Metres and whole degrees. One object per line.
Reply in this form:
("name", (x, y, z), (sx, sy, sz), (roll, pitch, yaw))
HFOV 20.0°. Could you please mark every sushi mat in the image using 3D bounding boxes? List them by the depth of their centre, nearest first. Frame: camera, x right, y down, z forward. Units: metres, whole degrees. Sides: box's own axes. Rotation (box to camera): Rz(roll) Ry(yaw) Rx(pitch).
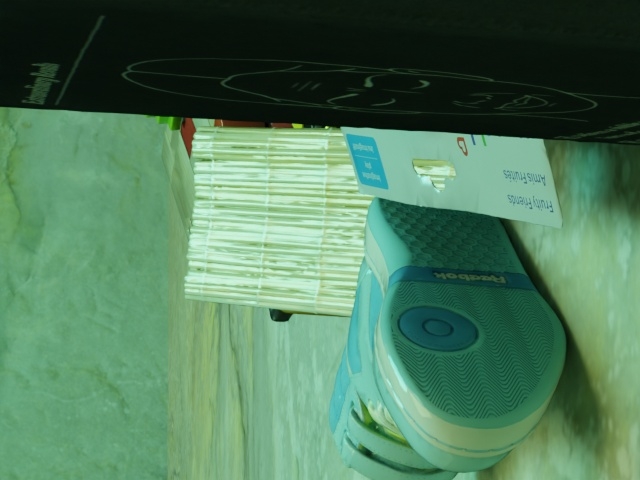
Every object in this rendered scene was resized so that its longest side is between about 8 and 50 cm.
("sushi mat", (0.001, -0.016, 1.465), (0.316, 0.019, 0.151), (4, 93, 43))

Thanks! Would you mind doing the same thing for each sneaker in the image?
("sneaker", (0.079, 0.115, 1.238), (0.319, 0.127, 0.208), (-90, 9, -65))

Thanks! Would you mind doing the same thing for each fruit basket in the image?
("fruit basket", (0.019, -0.180, 1.139), (0.327, 0.165, 0.353), (-164, 59, -69))

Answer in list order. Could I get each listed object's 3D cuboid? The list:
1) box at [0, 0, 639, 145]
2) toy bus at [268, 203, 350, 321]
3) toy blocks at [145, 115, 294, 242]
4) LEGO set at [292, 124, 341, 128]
("box", (0.066, -0.156, 0.686), (0.293, 0.395, 0.212), (171, 101, -78))
("toy bus", (0.000, 0.000, 1.665), (0.333, 0.108, 0.130), (-141, 55, -76))
("toy blocks", (-0.084, -0.102, 2.018), (0.381, 0.191, 0.261), (105, 152, -47))
("LEGO set", (-0.026, -0.248, 1.643), (0.255, 0.192, 0.331), (110, 160, -54))
